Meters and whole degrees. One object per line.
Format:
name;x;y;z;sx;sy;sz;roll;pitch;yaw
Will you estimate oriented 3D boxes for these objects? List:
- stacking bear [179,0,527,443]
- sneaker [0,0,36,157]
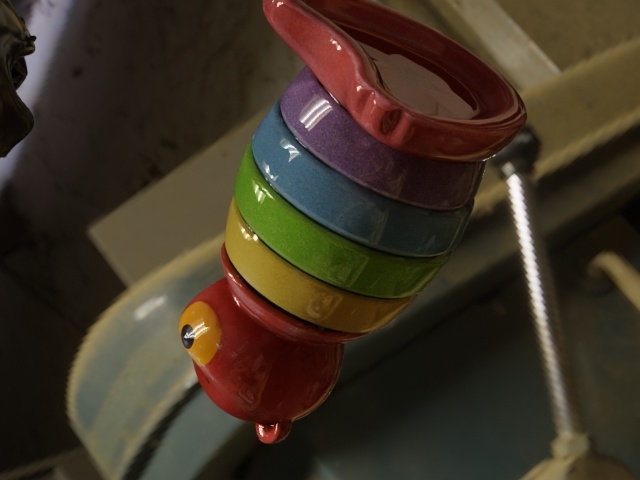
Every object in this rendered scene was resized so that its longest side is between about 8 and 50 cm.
stacking bear;0.000;0.000;0.946;0.164;0.175;0.289;5;-56;-40
sneaker;-0.259;-0.156;0.959;0.130;0.286;0.109;27;-55;-38
